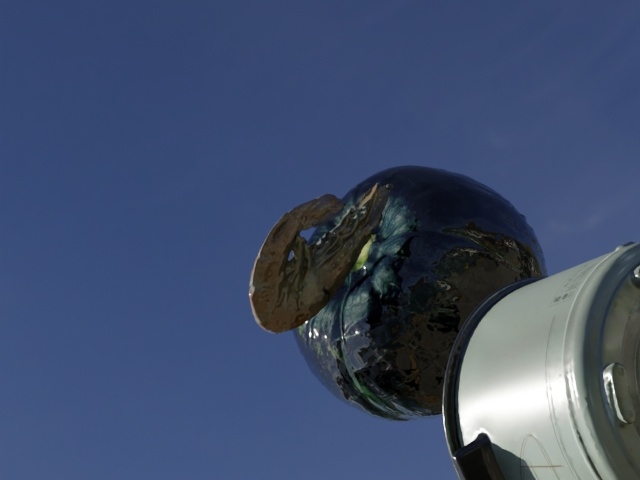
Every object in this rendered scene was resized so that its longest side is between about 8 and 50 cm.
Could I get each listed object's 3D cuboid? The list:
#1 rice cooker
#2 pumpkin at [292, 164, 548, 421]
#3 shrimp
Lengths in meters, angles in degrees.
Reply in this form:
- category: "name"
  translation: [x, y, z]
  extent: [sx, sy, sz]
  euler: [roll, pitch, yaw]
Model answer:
- category: "rice cooker"
  translation: [0.227, 0.129, 1.072]
  extent: [0.281, 0.241, 0.227]
  euler: [-24, -3, -34]
- category: "pumpkin"
  translation: [0.119, 0.066, 1.590]
  extent: [0.315, 0.315, 0.238]
  euler: [-38, -61, 14]
- category: "shrimp"
  translation: [0.000, 0.000, 1.429]
  extent: [0.223, 0.048, 0.126]
  euler: [-49, -42, -31]
